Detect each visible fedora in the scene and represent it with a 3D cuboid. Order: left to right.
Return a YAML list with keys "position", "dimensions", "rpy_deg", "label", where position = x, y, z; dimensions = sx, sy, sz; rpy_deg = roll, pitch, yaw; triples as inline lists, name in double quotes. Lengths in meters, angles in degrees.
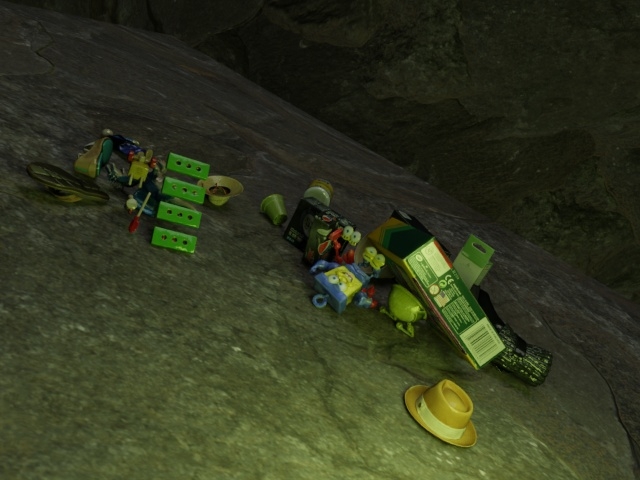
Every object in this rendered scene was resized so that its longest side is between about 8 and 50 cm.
- position: [0.284, 0.373, 1.399]
  dimensions: [0.194, 0.079, 0.194]
  rpy_deg: [24, 19, -9]
  label: "fedora"

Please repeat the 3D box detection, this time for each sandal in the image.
- position: [-0.616, -0.126, 1.515]
  dimensions: [0.090, 0.060, 0.219]
  rpy_deg: [46, 12, 28]
  label: "sandal"

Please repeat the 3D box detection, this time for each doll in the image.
- position: [-0.614, -0.298, 1.948]
  dimensions: [0.189, 0.046, 0.129]
  rpy_deg: [28, 28, 20]
  label: "doll"

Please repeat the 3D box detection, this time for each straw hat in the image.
- position: [-0.315, -0.143, 1.930]
  dimensions: [0.145, 0.061, 0.144]
  rpy_deg: [9, 31, -6]
  label: "straw hat"

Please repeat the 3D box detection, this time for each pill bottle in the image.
- position: [-0.006, -0.172, 2.340]
  dimensions: [0.103, 0.103, 0.184]
  rpy_deg: [27, 20, -2]
  label: "pill bottle"

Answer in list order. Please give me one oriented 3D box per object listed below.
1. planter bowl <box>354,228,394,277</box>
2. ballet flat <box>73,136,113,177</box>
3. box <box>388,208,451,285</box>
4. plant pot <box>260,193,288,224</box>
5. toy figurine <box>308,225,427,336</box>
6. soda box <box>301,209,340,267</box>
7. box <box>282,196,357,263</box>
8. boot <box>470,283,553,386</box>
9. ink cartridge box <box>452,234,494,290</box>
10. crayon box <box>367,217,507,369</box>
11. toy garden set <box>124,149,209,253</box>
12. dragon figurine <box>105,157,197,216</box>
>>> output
- position: [0.204, 0.056, 1.997]
  dimensions: [0.109, 0.162, 0.162]
  rpy_deg: [39, 8, -41]
  label: "planter bowl"
- position: [-0.637, -0.242, 1.742]
  dimensions: [0.073, 0.080, 0.232]
  rpy_deg: [7, 22, -11]
  label: "ballet flat"
- position: [0.295, 0.042, 2.081]
  dimensions: [0.103, 0.184, 0.261]
  rpy_deg: [19, 21, -31]
  label: "box"
- position: [-0.143, -0.093, 2.022]
  dimensions: [0.083, 0.083, 0.079]
  rpy_deg: [10, 39, -41]
  label: "plant pot"
- position: [0.081, 0.153, 1.678]
  dimensions: [0.217, 0.191, 0.362]
  rpy_deg: [-28, 60, -30]
  label: "toy figurine"
- position: [0.000, 0.000, 1.815]
  dimensions: [0.060, 0.168, 0.053]
  rpy_deg: [36, 41, 24]
  label: "soda box"
- position: [-0.003, -0.027, 1.919]
  dimensions: [0.180, 0.147, 0.077]
  rpy_deg: [35, 20, 18]
  label: "box"
- position: [0.548, 0.284, 1.876]
  dimensions: [0.260, 0.131, 0.348]
  rpy_deg: [21, 30, 3]
  label: "boot"
- position: [0.542, 0.092, 2.236]
  dimensions: [0.062, 0.209, 0.109]
  rpy_deg: [1, 33, -50]
  label: "ink cartridge box"
- position: [0.300, 0.128, 1.654]
  dimensions: [0.363, 0.106, 0.313]
  rpy_deg: [54, -2, -16]
  label: "crayon box"
- position: [-0.400, -0.102, 1.561]
  dimensions: [0.204, 0.244, 0.049]
  rpy_deg: [16, -21, -24]
  label: "toy garden set"
- position: [-0.443, -0.120, 1.667]
  dimensions: [0.289, 0.144, 0.085]
  rpy_deg: [47, 18, -2]
  label: "dragon figurine"
